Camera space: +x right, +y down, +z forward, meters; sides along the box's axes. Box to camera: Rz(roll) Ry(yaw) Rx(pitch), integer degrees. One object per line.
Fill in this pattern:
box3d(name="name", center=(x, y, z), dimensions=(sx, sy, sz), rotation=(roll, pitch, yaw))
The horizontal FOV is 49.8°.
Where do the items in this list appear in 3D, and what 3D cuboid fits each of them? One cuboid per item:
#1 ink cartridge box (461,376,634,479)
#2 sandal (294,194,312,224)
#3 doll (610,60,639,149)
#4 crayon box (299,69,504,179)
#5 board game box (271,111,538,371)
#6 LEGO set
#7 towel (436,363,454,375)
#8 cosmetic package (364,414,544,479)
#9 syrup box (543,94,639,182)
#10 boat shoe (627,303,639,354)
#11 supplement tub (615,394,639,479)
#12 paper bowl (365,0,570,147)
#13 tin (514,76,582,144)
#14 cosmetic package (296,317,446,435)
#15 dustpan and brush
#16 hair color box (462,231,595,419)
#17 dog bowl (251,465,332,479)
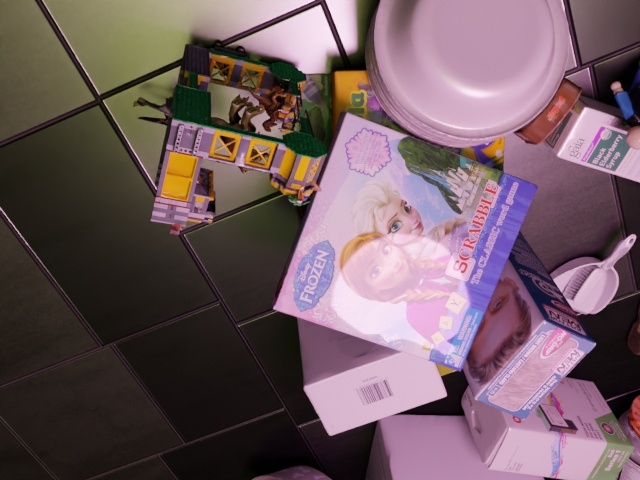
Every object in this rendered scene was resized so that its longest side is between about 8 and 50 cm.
box3d(name="ink cartridge box", center=(0.459, 0.376, 1.423), dimensions=(0.278, 0.201, 0.117), rotation=(11, 118, -11))
box3d(name="sandal", center=(0.000, 0.000, 1.241), dimensions=(0.060, 0.090, 0.219), rotation=(-11, 131, 26))
box3d(name="doll", center=(0.517, -0.217, 1.099), dimensions=(0.129, 0.189, 0.046), rotation=(33, 151, -12))
box3d(name="crayon box", center=(0.129, -0.170, 1.109), dimensions=(0.323, 0.083, 0.203), rotation=(-2, 102, -4))
box3d(name="board game box", center=(0.126, 0.005, 1.066), dimensions=(0.318, 0.066, 0.318), rotation=(19, 98, -8))
box3d(name="LEGO set", center=(-0.133, -0.133, 1.012), dimensions=(0.255, 0.331, 0.192), rotation=(5, 128, -24))
box3d(name="towel", center=(0.320, 0.214, 1.421), dimensions=(0.237, 0.021, 0.102), rotation=(-23, 119, 8))
box3d(name="cosmetic package", center=(0.272, 0.631, 1.482), dimensions=(0.328, 0.329, 0.393), rotation=(4, 121, -7))
box3d(name="syrup box", center=(0.505, -0.168, 1.172), dimensions=(0.237, 0.096, 0.093), rotation=(14, 118, -15))
box3d(name="boat shoe", center=(0.692, 0.151, 1.402), dimensions=(0.072, 0.068, 0.189), rotation=(-5, 131, -17))
box3d(name="supplement tub", center=(0.741, 0.503, 1.532), dimensions=(0.194, 0.193, 0.315), rotation=(-3, 121, -4))
box3d(name="paper bowl", center=(0.213, -0.282, 0.984), dimensions=(0.285, 0.148, 0.284), rotation=(0, 90, -4))
box3d(name="tin", center=(0.352, -0.203, 1.086), dimensions=(0.040, 0.189, 0.106), rotation=(32, 101, 1))
box3d(name="cosmetic package", center=(0.086, 0.205, 1.273), dimensions=(0.224, 0.224, 0.138), rotation=(-20, 121, 6))
box3d(name="dustpan and brush", center=(0.530, 0.062, 1.328), dimensions=(0.147, 0.060, 0.211), rotation=(19, 117, -16))
box3d(name="hair color box", center=(0.304, 0.110, 1.168), dimensions=(0.105, 0.347, 0.173), rotation=(25, 114, -18))
box3d(name="dog bowl", center=(-0.025, 0.648, 1.480), dimensions=(0.102, 0.349, 0.348), rotation=(-18, 130, -41))
